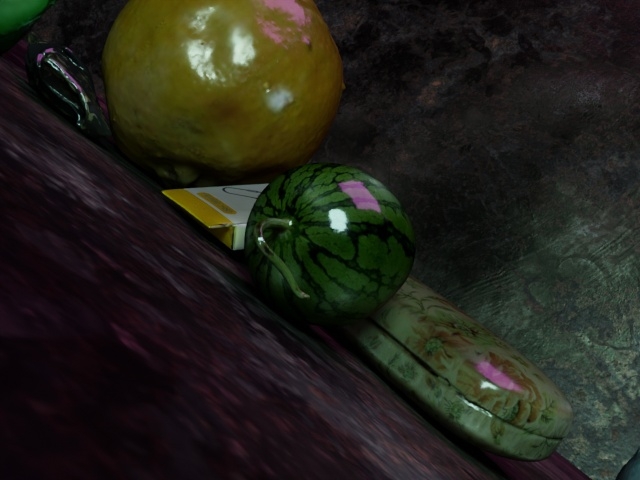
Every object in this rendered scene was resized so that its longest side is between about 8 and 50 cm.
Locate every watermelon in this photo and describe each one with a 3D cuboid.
[{"bbox_3d":[0.000,0.000,0.519,0.141,0.140,0.187,37,6,27],"label":"watermelon"}]

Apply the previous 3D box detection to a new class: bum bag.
[{"bbox_3d":[-0.324,-0.202,0.804,0.248,0.069,0.102,35,-38,49],"label":"bum bag"}]

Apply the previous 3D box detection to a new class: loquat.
[{"bbox_3d":[-0.131,-0.212,0.871,0.328,0.328,0.328,37,0,0],"label":"loquat"}]

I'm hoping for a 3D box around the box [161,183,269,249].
[{"bbox_3d":[-0.044,-0.034,0.733,0.247,0.033,0.129,-7,25,-35],"label":"box"}]

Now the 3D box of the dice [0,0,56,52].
[{"bbox_3d":[-0.505,-0.474,0.936,0.300,0.287,0.297,37,0,-34],"label":"dice"}]

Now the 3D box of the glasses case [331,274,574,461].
[{"bbox_3d":[0.079,0.083,0.689,0.156,0.098,0.425,23,9,-39],"label":"glasses case"}]

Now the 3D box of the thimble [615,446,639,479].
[{"bbox_3d":[0.269,0.182,0.305,0.250,0.172,0.205,35,-3,19],"label":"thimble"}]
